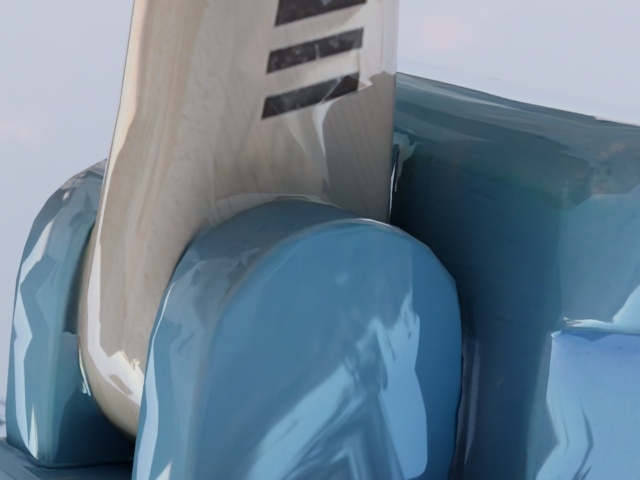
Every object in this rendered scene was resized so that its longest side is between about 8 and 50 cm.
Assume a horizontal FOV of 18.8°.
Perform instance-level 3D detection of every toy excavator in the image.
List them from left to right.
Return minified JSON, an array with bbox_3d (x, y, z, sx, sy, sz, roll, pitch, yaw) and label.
[{"bbox_3d":[0.000,0.000,0.496,0.433,0.445,0.222,1,-170,-36],"label":"toy excavator"}]
